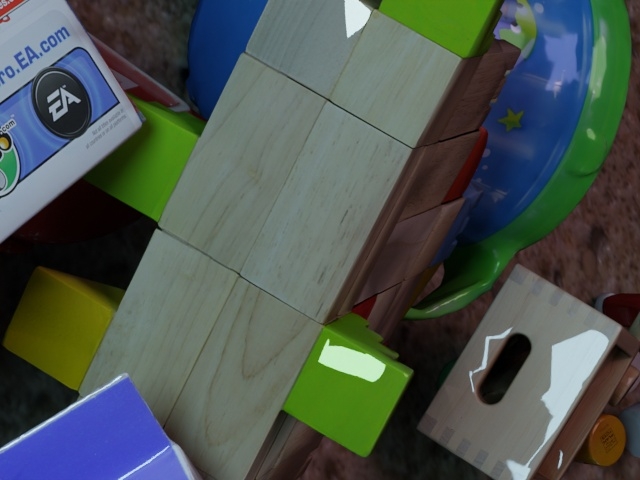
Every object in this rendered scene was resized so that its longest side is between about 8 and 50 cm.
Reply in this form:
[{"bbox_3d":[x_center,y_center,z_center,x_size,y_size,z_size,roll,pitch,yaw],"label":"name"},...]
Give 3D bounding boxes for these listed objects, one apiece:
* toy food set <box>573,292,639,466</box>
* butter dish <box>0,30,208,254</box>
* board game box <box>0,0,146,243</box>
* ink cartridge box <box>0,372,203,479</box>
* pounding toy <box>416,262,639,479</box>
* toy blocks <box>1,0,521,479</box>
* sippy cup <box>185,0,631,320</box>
[{"bbox_3d":[0.253,0.101,1.500,0.232,0.104,0.111,-21,104,-34],"label":"toy food set"},{"bbox_3d":[-0.158,-0.046,1.051,0.160,0.118,0.160,35,26,22],"label":"butter dish"},{"bbox_3d":[-0.258,-0.092,0.769,0.302,0.086,0.308,58,42,-13],"label":"board game box"},{"bbox_3d":[-0.126,0.193,0.891,0.208,0.206,0.045,60,-4,-34],"label":"ink cartridge box"},{"bbox_3d":[0.162,0.076,1.314,0.181,0.094,0.206,-59,163,1],"label":"pounding toy"},{"bbox_3d":[0.000,0.000,1.031,0.190,0.381,0.261,30,15,12],"label":"toy blocks"},{"bbox_3d":[0.043,-0.120,1.244,0.224,0.240,0.305,12,43,-34],"label":"sippy cup"}]
